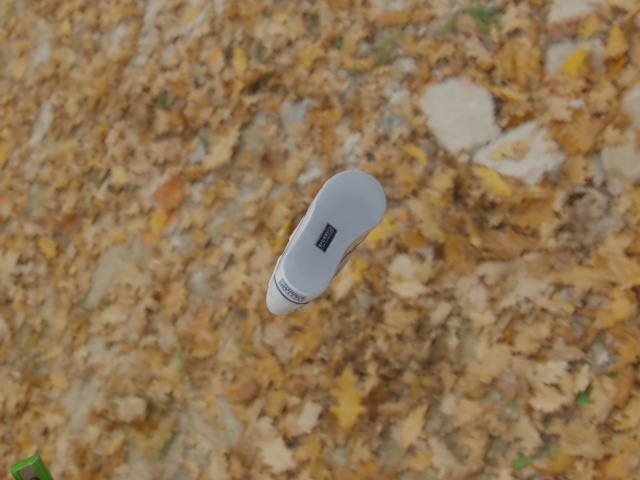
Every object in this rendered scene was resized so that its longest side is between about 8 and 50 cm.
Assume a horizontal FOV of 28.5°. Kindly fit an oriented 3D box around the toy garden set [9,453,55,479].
[{"bbox_3d":[-0.449,0.429,1.718,0.244,0.204,0.049,-25,25,-3],"label":"toy garden set"}]

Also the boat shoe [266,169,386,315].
[{"bbox_3d":[0.000,0.000,1.668,0.258,0.095,0.084,-48,1,-44],"label":"boat shoe"}]
